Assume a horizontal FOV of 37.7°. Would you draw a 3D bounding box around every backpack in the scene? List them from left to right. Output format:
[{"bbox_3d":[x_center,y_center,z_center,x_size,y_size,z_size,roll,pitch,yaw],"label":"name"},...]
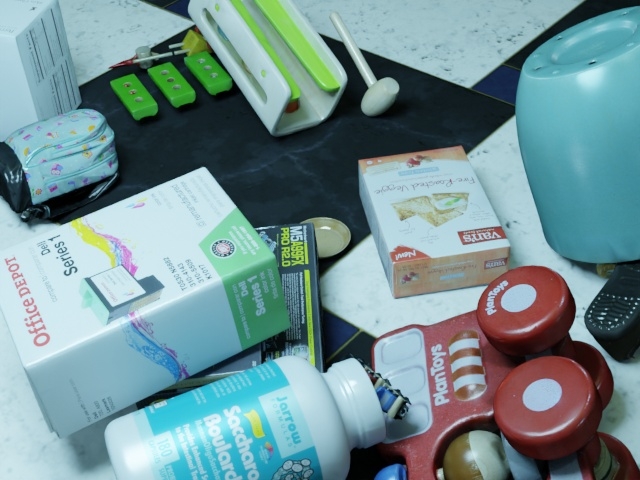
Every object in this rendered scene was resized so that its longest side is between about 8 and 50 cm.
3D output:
[{"bbox_3d":[-0.387,-0.119,1.380,0.182,0.115,0.152,-23,41,-25],"label":"backpack"}]

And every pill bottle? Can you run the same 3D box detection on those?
[{"bbox_3d":[-0.071,0.206,0.943,0.264,0.146,0.146,-20,43,-14],"label":"pill bottle"}]

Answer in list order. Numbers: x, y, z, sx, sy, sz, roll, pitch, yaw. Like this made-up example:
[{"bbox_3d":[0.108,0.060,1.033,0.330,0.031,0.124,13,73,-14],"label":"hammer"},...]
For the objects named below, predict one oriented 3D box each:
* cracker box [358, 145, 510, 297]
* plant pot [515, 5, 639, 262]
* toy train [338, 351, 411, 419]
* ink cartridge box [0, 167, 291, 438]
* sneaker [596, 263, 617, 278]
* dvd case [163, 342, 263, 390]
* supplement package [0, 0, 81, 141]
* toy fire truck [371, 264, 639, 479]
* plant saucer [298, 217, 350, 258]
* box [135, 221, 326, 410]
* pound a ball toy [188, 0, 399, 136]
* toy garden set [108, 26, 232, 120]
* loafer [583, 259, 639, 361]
[{"bbox_3d":[0.148,-0.032,1.277,0.155,0.067,0.232,-9,41,-5],"label":"cracker box"},{"bbox_3d":[0.382,-0.150,1.188,0.293,0.235,0.293,-24,23,11],"label":"plant pot"},{"bbox_3d":[0.055,0.155,1.018,0.027,0.036,0.158,-56,23,0],"label":"toy train"},{"bbox_3d":[-0.205,0.059,1.034,0.278,0.117,0.201,-24,43,-16],"label":"ink cartridge box"},{"bbox_3d":[0.401,0.029,1.216,0.083,0.032,0.037,4,36,5],"label":"sneaker"},{"bbox_3d":[-0.177,0.105,1.081,0.221,0.018,0.165,-8,41,2],"label":"dvd case"},{"bbox_3d":[-0.553,-0.284,1.516,0.261,0.204,0.145,7,42,11],"label":"supplement package"},{"bbox_3d":[0.173,0.186,0.974,0.253,0.169,0.302,-22,38,19],"label":"toy fire truck"},{"bbox_3d":[0.000,0.000,1.289,0.083,0.015,0.083,-2,41,2],"label":"plant saucer"},{"bbox_3d":[-0.105,0.095,1.140,0.216,0.060,0.270,-7,41,1],"label":"box"},{"bbox_3d":[-0.049,-0.296,1.527,0.208,0.136,0.319,-21,67,-35],"label":"pound a ball toy"},{"bbox_3d":[-0.244,-0.290,1.626,0.244,0.049,0.204,-22,46,-20],"label":"toy garden set"},{"bbox_3d":[0.395,0.063,1.143,0.220,0.078,0.080,-40,34,-26],"label":"loafer"}]
